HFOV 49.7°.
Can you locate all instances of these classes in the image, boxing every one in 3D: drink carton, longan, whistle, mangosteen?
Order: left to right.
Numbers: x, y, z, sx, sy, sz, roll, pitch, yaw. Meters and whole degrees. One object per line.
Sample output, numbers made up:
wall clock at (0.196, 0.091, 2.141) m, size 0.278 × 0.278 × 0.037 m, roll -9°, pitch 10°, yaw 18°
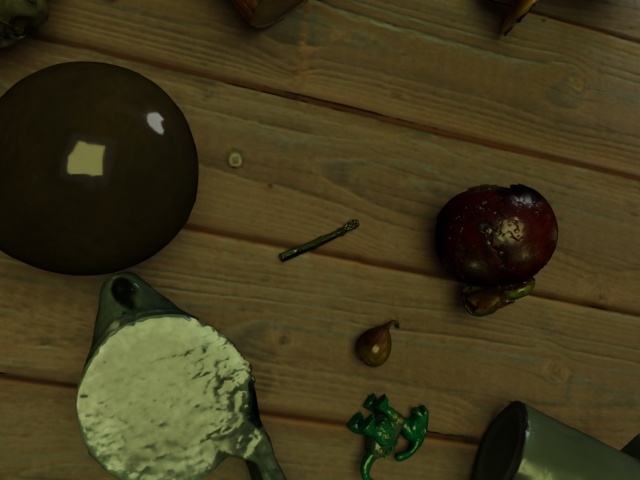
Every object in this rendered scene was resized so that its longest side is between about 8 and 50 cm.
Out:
longan at (-0.268, -0.078, 0.791) m, size 0.258 × 0.258 × 0.258 m, roll 2°, pitch 82°, yaw -13°
whistle at (-0.128, 0.219, 0.827) m, size 0.404 × 0.168 × 0.188 m, roll 38°, pitch 77°, yaw -11°
mangosteen at (0.242, 0.010, 0.956) m, size 0.166 × 0.166 × 0.180 m, roll -13°, pitch 111°, yaw -15°
drink carton at (0.314, 0.327, 0.908) m, size 0.189 × 0.191 × 0.185 m, roll 24°, pitch 40°, yaw -3°

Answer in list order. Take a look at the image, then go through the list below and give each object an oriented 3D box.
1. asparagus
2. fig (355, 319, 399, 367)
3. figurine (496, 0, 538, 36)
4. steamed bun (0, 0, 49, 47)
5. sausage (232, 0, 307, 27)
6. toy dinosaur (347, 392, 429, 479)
asparagus at (0.000, 0.000, 0.962) m, size 0.127 × 0.018 × 0.015 m, roll -25°, pitch 49°, yaw -18°
fig at (0.083, 0.137, 0.952) m, size 0.050 × 0.050 × 0.083 m, roll 49°, pitch 57°, yaw -3°
figurine at (0.247, -0.456, 1.014) m, size 0.257 × 0.181 × 0.208 m, roll 45°, pitch 115°, yaw -3°
steamed bun at (-0.460, -0.356, 0.806) m, size 0.207 × 0.268 × 0.280 m, roll -20°, pitch 61°, yaw 26°
sausage at (-0.089, -0.460, 0.896) m, size 0.233 × 0.233 × 0.287 m, roll -37°, pitch 90°, yaw -15°
toy dinosaur at (0.091, 0.264, 0.931) m, size 0.096 × 0.059 × 0.132 m, roll 41°, pitch 67°, yaw -11°
